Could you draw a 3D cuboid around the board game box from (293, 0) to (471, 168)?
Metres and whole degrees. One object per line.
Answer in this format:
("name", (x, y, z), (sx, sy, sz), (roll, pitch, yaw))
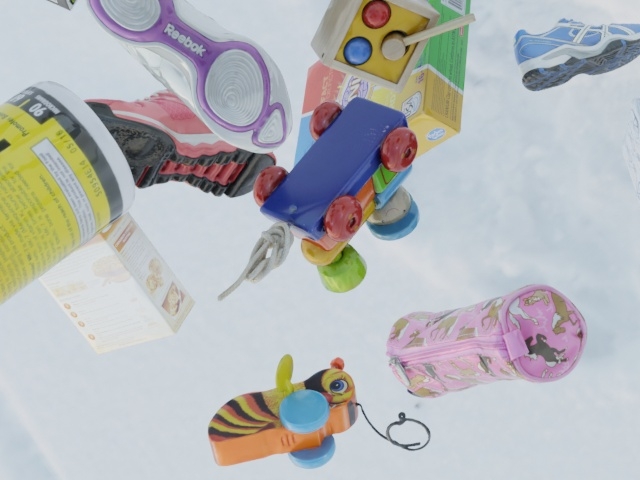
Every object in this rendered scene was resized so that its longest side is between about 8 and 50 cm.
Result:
("board game box", (0.080, -0.199, 1.805), (0.064, 0.242, 0.316), (23, 148, -27))

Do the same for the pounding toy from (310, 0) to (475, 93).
("pounding toy", (0.086, -0.252, 1.567), (0.141, 0.100, 0.130), (18, 112, -23))

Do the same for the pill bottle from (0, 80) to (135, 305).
("pill bottle", (-0.245, -0.012, 0.918), (0.119, 0.208, 0.119), (38, 152, 24))

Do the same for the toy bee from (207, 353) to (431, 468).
("toy bee", (-0.009, 0.248, 1.869), (0.298, 0.162, 0.195), (11, 127, -9))

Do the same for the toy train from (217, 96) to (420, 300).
("toy train", (0.000, 0.000, 1.193), (0.105, 0.248, 0.143), (24, 154, 33))

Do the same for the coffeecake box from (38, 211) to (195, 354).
("coffeecake box", (-0.275, 0.046, 1.666), (0.142, 0.068, 0.185), (-16, 120, 33))

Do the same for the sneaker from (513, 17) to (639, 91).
("sneaker", (0.361, -0.272, 1.776), (0.080, 0.211, 0.081), (113, 139, -62))

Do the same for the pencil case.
("pencil case", (0.258, 0.167, 2.092), (0.160, 0.167, 0.386), (40, 155, -15))

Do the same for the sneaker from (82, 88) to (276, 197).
("sneaker", (-0.211, -0.143, 1.705), (0.116, 0.314, 0.136), (-49, 48, 33))

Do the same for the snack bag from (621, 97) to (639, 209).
("snack bag", (0.385, 0.034, 1.448), (0.037, 0.342, 0.323), (-12, 79, 10))

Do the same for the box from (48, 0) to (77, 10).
("box", (-0.228, -0.305, 1.156), (0.036, 0.114, 0.207), (26, 164, 9))

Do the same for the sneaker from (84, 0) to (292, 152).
("sneaker", (-0.152, -0.230, 1.577), (0.305, 0.152, 0.114), (43, 92, -15))
